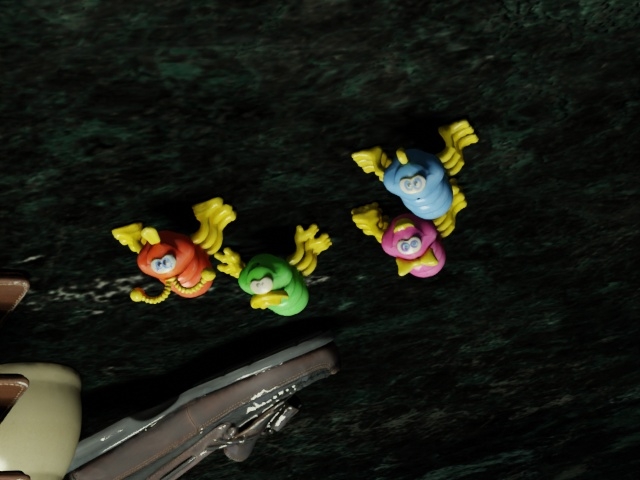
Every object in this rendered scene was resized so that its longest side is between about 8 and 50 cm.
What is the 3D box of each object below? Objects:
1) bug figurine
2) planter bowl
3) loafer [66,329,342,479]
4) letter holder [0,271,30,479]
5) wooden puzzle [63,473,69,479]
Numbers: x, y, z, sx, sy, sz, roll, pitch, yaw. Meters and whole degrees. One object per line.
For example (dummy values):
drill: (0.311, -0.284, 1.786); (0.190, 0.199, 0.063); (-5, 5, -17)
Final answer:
bug figurine: (0.000, 0.000, 1.310); (0.279, 0.072, 0.216); (-18, 160, 15)
planter bowl: (-0.291, 0.188, 1.608); (0.162, 0.109, 0.162); (-11, 162, -4)
loafer: (-0.104, 0.179, 1.662); (0.302, 0.095, 0.109); (-26, 178, 17)
letter holder: (-0.374, 0.129, 1.332); (0.302, 0.152, 0.214); (-2, 157, -26)
wooden puzzle: (-0.358, 0.251, 1.720); (0.239, 0.044, 0.221); (-7, -165, -8)
